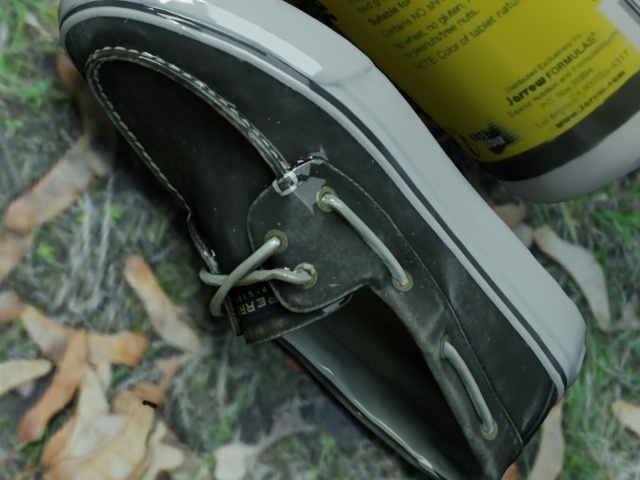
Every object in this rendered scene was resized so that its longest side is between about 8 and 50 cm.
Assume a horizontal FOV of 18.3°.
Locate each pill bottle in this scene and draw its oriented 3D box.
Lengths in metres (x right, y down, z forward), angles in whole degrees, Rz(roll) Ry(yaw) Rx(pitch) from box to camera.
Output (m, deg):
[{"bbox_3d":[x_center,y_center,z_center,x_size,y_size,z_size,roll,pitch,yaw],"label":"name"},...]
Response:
[{"bbox_3d":[0.056,-0.190,0.988,0.334,0.188,0.188,43,61,-16],"label":"pill bottle"}]

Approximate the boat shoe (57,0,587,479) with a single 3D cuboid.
[{"bbox_3d":[0.000,0.000,0.949,0.335,0.121,0.119,40,57,-21],"label":"boat shoe"}]
